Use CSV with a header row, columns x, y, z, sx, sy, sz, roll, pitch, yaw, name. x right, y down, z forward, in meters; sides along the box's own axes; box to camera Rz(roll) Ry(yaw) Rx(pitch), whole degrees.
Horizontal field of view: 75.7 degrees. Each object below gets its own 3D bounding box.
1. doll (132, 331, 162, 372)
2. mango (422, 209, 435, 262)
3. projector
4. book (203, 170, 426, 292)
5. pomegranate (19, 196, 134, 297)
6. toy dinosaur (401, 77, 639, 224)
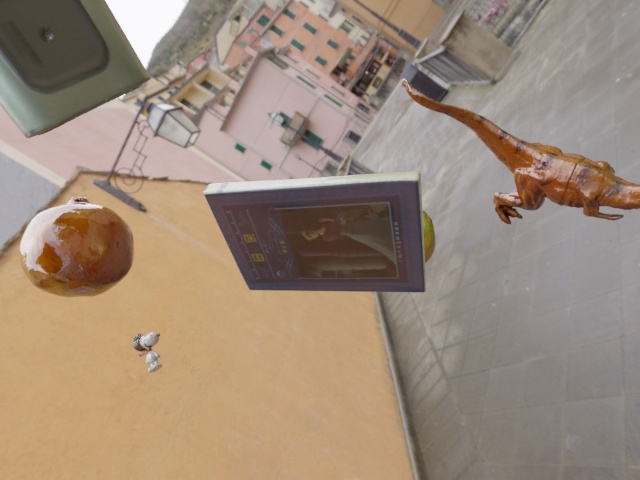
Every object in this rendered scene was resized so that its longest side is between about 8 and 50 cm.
x,y,z,sx,sy,sz,roll,pitch,yaw,name
-0.352,0.227,0.841,0.040,0.058,0.085,49,-153,-67,doll
0.205,0.000,0.900,0.066,0.101,0.188,-30,-24,-19,mango
-0.503,-0.357,0.758,0.248,0.249,0.248,-37,31,-20,projector
0.000,0.000,0.549,0.025,0.269,0.191,-74,-23,-46,book
-0.622,0.017,1.066,0.264,0.264,0.264,-57,6,10,pomegranate
0.316,-0.101,0.630,0.097,0.432,0.208,-63,-20,-8,toy dinosaur
